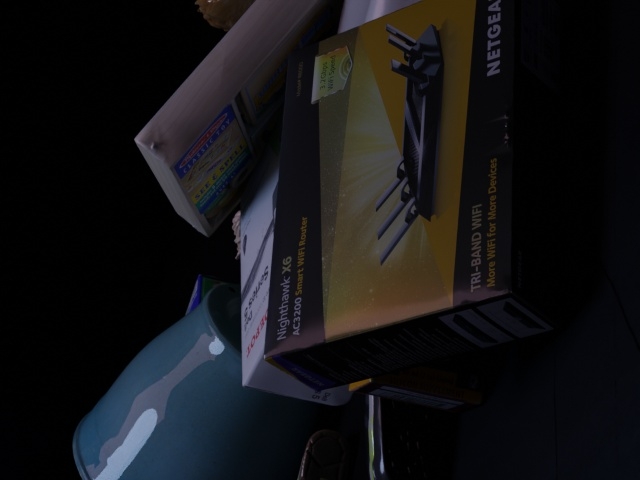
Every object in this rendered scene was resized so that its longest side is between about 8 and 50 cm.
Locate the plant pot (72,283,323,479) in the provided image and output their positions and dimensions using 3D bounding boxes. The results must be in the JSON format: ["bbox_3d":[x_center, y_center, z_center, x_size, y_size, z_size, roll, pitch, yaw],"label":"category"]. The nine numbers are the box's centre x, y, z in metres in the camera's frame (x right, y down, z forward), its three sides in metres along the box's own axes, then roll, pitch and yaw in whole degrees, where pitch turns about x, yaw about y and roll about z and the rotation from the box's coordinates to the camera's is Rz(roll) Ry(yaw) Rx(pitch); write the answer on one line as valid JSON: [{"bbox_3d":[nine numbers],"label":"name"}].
[{"bbox_3d":[-0.116,0.201,2.216,0.255,0.271,0.272,-56,19,23],"label":"plant pot"}]

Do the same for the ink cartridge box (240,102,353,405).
[{"bbox_3d":[0.000,0.000,1.898,0.273,0.114,0.198,-93,22,-43],"label":"ink cartridge box"}]

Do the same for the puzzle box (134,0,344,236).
[{"bbox_3d":[-0.023,-0.202,1.955,0.409,0.052,0.272,-50,-14,-8],"label":"puzzle box"}]

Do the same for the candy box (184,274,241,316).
[{"bbox_3d":[-0.163,0.257,2.691,0.317,0.122,0.268,-93,19,-50],"label":"candy box"}]

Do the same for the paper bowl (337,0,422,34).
[{"bbox_3d":[0.105,-0.212,1.776,0.284,0.148,0.284,-168,90,-81],"label":"paper bowl"}]

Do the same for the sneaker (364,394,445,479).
[{"bbox_3d":[0.070,0.145,1.718,0.097,0.084,0.235,123,157,-65],"label":"sneaker"}]

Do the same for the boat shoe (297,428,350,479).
[{"bbox_3d":[-0.007,0.301,2.029,0.072,0.068,0.190,88,-159,-82],"label":"boat shoe"}]

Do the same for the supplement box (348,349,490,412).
[{"bbox_3d":[0.096,0.048,1.636,0.081,0.104,0.188,143,138,-73],"label":"supplement box"}]

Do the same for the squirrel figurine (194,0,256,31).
[{"bbox_3d":[-0.027,-0.468,2.437,0.397,0.281,0.370,117,168,-46],"label":"squirrel figurine"}]

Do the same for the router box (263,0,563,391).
[{"bbox_3d":[0.079,-0.050,1.539,0.243,0.081,0.309,-18,54,34],"label":"router box"}]

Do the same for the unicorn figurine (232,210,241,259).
[{"bbox_3d":[-0.041,-0.030,2.464,0.060,0.161,0.111,-147,42,-73],"label":"unicorn figurine"}]
